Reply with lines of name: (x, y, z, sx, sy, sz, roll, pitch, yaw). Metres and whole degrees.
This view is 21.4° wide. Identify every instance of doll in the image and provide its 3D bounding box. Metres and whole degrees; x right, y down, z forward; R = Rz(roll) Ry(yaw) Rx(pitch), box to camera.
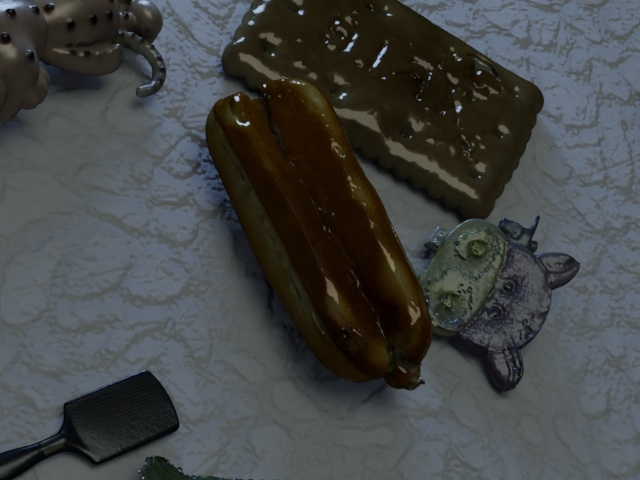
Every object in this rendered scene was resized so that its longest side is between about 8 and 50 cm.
doll: (-0.266, -0.187, 1.580, 0.278, 0.119, 0.154, -15, 67, -43)

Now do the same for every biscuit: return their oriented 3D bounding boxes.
biscuit: (0.072, -0.169, 1.762, 0.325, 0.044, 0.217, 32, 50, -2)

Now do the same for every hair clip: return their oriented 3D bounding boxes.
hair clip: (0.165, 0.039, 1.661, 0.146, 0.056, 0.187, 29, 54, 4)

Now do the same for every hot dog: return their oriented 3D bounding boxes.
hot dog: (0.000, 0.000, 1.582, 0.135, 0.100, 0.337, -18, 67, -24)

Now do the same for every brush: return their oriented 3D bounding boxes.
brush: (-0.209, 0.166, 1.425, 0.193, 0.016, 0.063, -20, 69, -34)

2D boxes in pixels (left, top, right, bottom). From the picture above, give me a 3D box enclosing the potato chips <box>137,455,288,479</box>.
potato chips: (-0.090, 0.245, 1.405, 0.167, 0.059, 0.228, 37, 50, 14)
